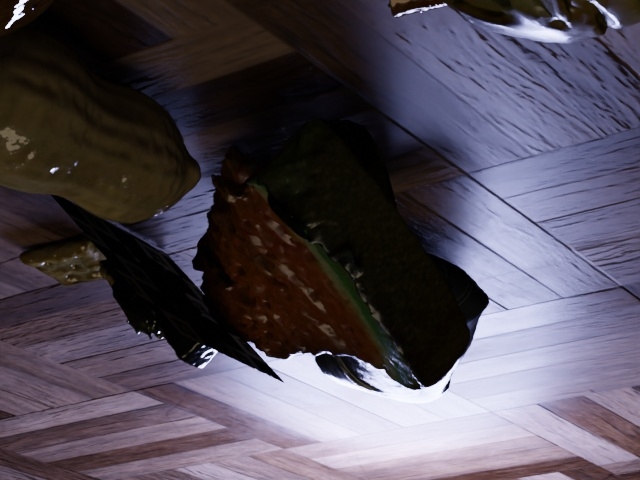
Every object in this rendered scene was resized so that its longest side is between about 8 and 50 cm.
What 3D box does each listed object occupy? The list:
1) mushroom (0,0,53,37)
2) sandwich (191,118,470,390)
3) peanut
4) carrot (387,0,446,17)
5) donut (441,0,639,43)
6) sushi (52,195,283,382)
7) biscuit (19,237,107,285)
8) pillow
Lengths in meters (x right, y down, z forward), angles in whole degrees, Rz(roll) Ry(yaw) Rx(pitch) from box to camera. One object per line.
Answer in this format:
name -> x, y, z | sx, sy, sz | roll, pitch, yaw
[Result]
mushroom -> -0.259, -0.221, 0.749 | 0.239, 0.345, 0.345 | -36, 171, -25
sandwich -> 0.000, 0.000, 1.395 | 0.250, 0.162, 0.301 | 52, 152, -20
peanut -> -0.193, -0.081, 1.241 | 0.123, 0.124, 0.256 | -12, 158, 26
carrot -> 0.111, -0.185, 1.078 | 0.139, 0.048, 0.048 | -10, 156, 16
donut -> 0.059, -0.212, 0.747 | 0.360, 0.170, 0.360 | 17, 176, 1
sushi -> -0.156, 0.060, 1.469 | 0.050, 0.215, 0.192 | -50, 143, 6
biscuit -> -0.245, 0.022, 1.606 | 0.083, 0.018, 0.081 | -11, 154, 24
pillow -> 0.080, 0.088, 1.668 | 0.161, 0.093, 0.335 | 5, 156, -3
